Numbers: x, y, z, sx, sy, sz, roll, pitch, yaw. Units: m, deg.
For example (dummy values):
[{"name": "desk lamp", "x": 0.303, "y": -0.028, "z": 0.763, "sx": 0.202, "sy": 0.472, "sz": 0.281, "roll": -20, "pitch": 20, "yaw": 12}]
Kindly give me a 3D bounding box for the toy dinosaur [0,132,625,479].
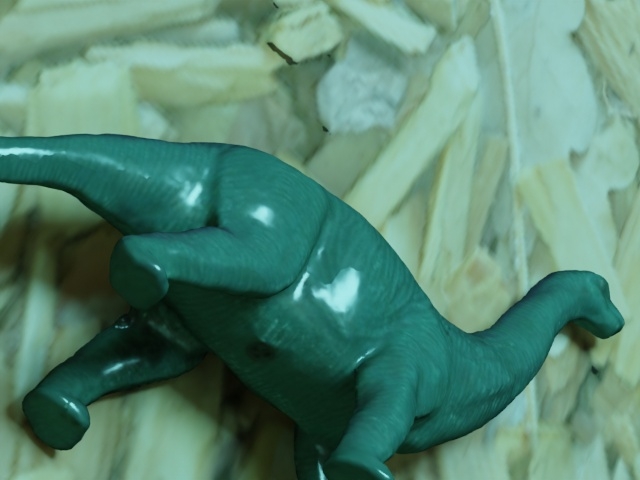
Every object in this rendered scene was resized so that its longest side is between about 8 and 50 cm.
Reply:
[{"name": "toy dinosaur", "x": 0.000, "y": 0.000, "z": 0.757, "sx": 0.383, "sy": 0.129, "sz": 0.331, "roll": 46, "pitch": 37, "yaw": -12}]
